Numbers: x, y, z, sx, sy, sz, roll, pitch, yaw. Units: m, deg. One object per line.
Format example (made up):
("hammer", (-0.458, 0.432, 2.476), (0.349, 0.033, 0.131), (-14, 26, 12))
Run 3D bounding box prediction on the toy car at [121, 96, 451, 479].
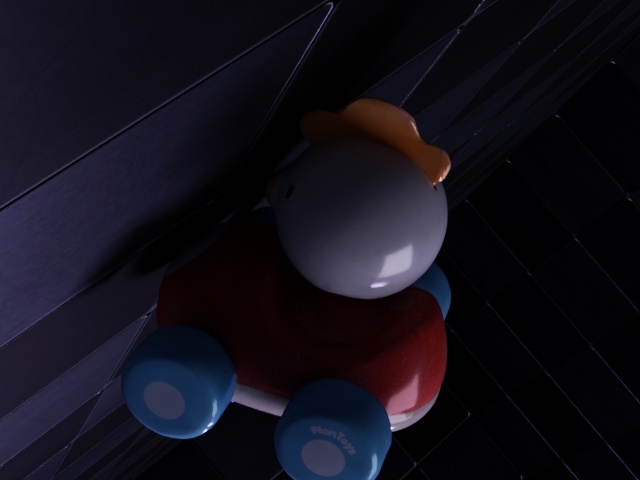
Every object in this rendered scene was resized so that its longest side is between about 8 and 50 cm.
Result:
("toy car", (0.000, 0.000, 0.848), (0.219, 0.210, 0.238), (-55, 161, -57))
